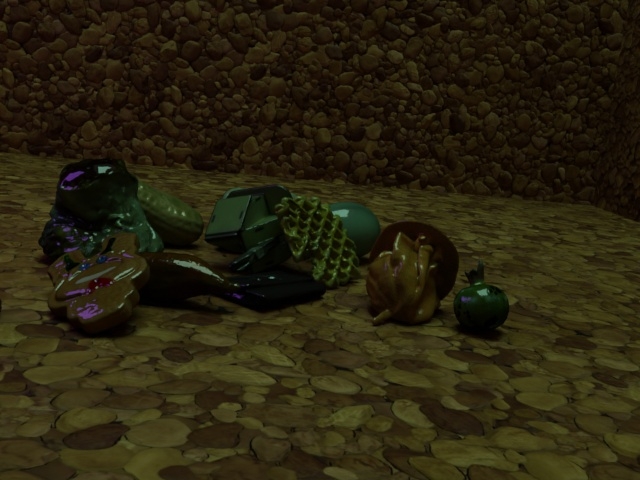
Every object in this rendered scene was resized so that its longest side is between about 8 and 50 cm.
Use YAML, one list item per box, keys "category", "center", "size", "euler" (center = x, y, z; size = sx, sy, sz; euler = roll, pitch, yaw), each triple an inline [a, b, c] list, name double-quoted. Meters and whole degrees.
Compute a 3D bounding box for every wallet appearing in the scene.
- category: "wallet"
  center: [-0.117, 0.105, 1.728]
  size: [0.182, 0.049, 0.229]
  euler: [12, 11, 39]

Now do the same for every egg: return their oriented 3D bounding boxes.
- category: "egg"
  center: [0.063, -0.026, 2.159]
  size: [0.231, 0.167, 0.168]
  euler: [-2, 14, -27]

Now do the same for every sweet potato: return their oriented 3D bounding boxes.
- category: "sweet potato"
  center: [-0.340, 0.076, 1.603]
  size: [0.360, 0.112, 0.112]
  euler: [6, 11, 12]

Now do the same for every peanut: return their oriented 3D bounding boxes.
- category: "peanut"
  center: [-0.478, -0.083, 2.108]
  size: [0.319, 0.147, 0.147]
  euler: [25, 6, -17]

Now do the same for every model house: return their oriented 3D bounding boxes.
- category: "model house"
  center: [-0.206, 0.002, 1.913]
  size: [0.219, 0.204, 0.279]
  euler: [-7, 21, 35]

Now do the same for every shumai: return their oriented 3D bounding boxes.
- category: "shumai"
  center: [-0.529, -0.077, 1.851]
  size: [0.310, 0.263, 0.304]
  euler: [5, 11, 5]

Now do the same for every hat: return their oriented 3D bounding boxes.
- category: "hat"
  center: [0.159, 0.112, 1.677]
  size: [0.244, 0.233, 0.233]
  euler: [0, 33, 35]

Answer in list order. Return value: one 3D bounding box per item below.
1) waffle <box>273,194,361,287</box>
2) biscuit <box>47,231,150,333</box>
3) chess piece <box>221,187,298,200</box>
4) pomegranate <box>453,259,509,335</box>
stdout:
- category: "waffle"
  center: [-0.002, 0.001, 1.906]
  size: [0.056, 0.261, 0.250]
  euler: [-38, -26, 32]
- category: "biscuit"
  center: [-0.438, 0.075, 1.488]
  size: [0.202, 0.047, 0.334]
  euler: [-22, 30, -9]
- category: "chess piece"
  center: [-0.150, -0.087, 2.083]
  size: [0.243, 0.133, 0.133]
  euler: [0, 5, 40]
- category: "pomegranate"
  center: [0.343, 0.123, 1.627]
  size: [0.122, 0.161, 0.122]
  euler: [-7, -7, -1]
